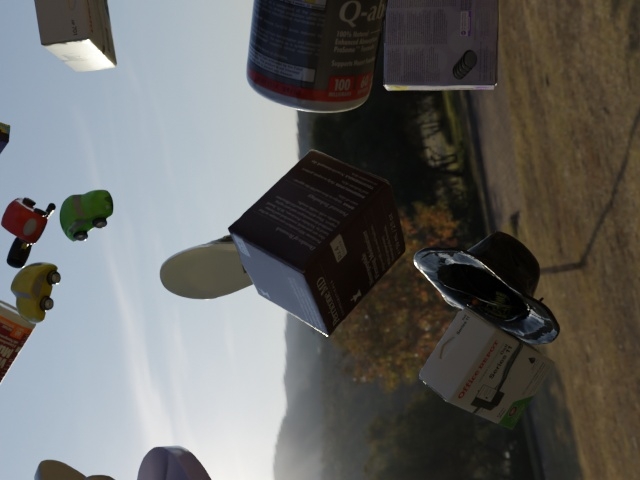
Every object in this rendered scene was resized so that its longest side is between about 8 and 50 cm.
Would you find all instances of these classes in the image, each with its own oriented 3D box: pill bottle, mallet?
[{"bbox_3d":[0.004,-0.400,1.182,0.210,0.210,0.363,-91,9,-59],"label":"pill bottle"},{"bbox_3d":[-0.664,0.227,1.498,0.221,0.121,0.121,-61,-13,-9],"label":"pill bottle"},{"bbox_3d":[-0.555,-0.021,1.490,0.039,0.190,0.062,28,-145,-26],"label":"mallet"}]

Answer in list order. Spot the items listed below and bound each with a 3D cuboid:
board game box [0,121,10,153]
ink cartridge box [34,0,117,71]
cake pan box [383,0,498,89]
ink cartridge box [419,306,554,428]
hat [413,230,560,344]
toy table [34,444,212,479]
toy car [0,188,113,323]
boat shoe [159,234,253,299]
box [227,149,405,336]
[{"bbox_3d":[-0.740,-0.195,1.577,0.141,0.170,0.048,18,-130,-36],"label":"board game box"},{"bbox_3d":[-0.402,-0.370,1.264,0.191,0.082,0.140,-174,75,-90],"label":"ink cartridge box"},{"bbox_3d":[0.262,-0.462,1.668,0.070,0.245,0.267,-6,-84,-81],"label":"cake pan box"},{"bbox_3d":[0.295,0.228,1.354,0.208,0.153,0.087,28,-175,-39],"label":"ink cartridge box"},{"bbox_3d":[0.353,0.068,1.521,0.134,0.331,0.331,-56,-20,-15],"label":"hat"},{"bbox_3d":[-0.199,0.337,0.801,0.274,0.161,0.252,41,117,51],"label":"toy table"},{"bbox_3d":[-0.422,-0.015,1.214,0.053,0.225,0.239,27,-143,-54],"label":"toy car"},{"bbox_3d":[-0.169,0.034,1.514,0.102,0.301,0.108,-137,34,-66],"label":"boat shoe"},{"bbox_3d":[0.000,0.000,1.201,0.203,0.167,0.168,-46,-38,-22],"label":"box"}]
